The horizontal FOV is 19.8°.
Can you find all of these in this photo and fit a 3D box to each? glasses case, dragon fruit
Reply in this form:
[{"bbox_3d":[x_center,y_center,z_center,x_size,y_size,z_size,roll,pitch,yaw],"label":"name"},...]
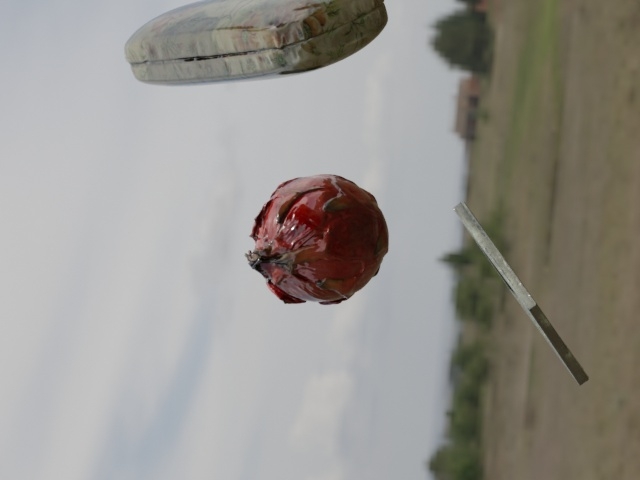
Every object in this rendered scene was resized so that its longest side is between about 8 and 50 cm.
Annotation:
[{"bbox_3d":[-0.082,-0.237,2.113,0.425,0.156,0.098,3,118,57],"label":"glasses case"},{"bbox_3d":[0.000,0.000,2.353,0.209,0.172,0.172,-40,-41,-54],"label":"dragon fruit"}]

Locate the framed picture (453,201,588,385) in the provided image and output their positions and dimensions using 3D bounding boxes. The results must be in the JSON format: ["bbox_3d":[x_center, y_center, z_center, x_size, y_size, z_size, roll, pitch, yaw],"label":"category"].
[{"bbox_3d":[0.208,0.056,1.880,0.150,0.015,0.203,57,-176,35],"label":"framed picture"}]
